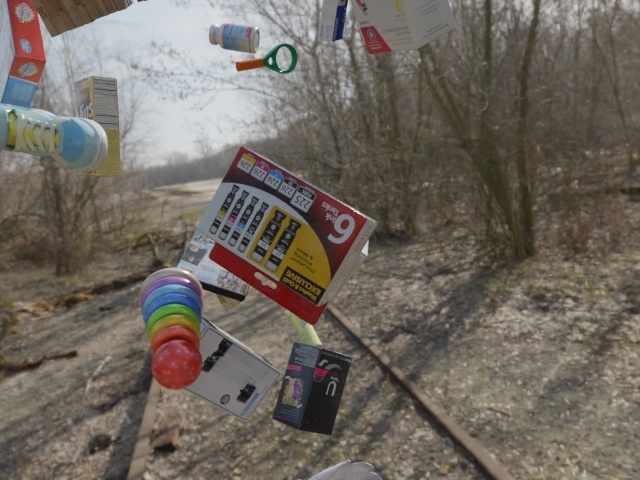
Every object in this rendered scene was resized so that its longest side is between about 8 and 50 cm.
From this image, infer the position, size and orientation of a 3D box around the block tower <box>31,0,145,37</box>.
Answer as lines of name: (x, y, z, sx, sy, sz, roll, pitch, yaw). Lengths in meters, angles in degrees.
block tower: (-0.357, -0.486, 0.989, 0.336, 0.097, 0.091, -18, 32, 3)

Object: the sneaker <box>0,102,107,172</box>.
sneaker: (-0.626, -0.223, 1.143, 0.319, 0.127, 0.208, 15, 10, 30)

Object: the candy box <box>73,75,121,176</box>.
candy box: (-0.741, -0.372, 1.775, 0.088, 0.316, 0.183, -8, 11, -41)

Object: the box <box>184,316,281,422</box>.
box: (-0.257, 0.332, 1.375, 0.169, 0.290, 0.087, -52, 37, -10)

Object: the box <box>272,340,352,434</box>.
box: (-0.026, 0.496, 1.801, 0.143, 0.270, 0.165, 4, -17, 46)

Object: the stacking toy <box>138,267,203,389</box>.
stacking toy: (-0.288, 0.178, 1.069, 0.141, 0.141, 0.330, -10, 24, -16)

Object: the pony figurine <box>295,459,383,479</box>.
pony figurine: (-0.038, 0.631, 1.126, 0.351, 0.302, 0.363, -15, -3, -17)

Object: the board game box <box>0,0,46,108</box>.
board game box: (-0.750, -0.500, 1.299, 0.064, 0.316, 0.242, -3, -19, -41)

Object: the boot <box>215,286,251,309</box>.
boot: (-0.350, 0.146, 1.706, 0.095, 0.203, 0.262, 8, 37, 45)

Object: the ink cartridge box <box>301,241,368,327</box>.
ink cartridge box: (0.050, 0.131, 1.680, 0.060, 0.275, 0.239, 32, 27, -10)

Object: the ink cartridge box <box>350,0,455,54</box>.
ink cartridge box: (0.211, -0.782, 1.605, 0.160, 0.384, 0.279, -33, 27, -17)

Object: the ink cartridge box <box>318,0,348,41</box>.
ink cartridge box: (0.042, -0.659, 1.463, 0.046, 0.207, 0.097, 17, 29, 14)

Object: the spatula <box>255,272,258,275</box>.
spatula: (-0.225, 0.044, 1.649, 0.168, 0.019, 0.241, -33, 33, 36)

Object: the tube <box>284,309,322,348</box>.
tube: (-0.068, 0.326, 2.028, 0.070, 0.062, 0.240, -21, 48, -12)

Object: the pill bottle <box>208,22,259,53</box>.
pill bottle: (-0.293, -0.691, 1.817, 0.160, 0.087, 0.087, 10, 10, 5)

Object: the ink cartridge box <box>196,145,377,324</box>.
ink cartridge box: (-0.085, -0.002, 1.127, 0.310, 0.271, 0.130, 31, 7, 14)

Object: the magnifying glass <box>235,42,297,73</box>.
magnifying glass: (-0.162, -0.551, 1.643, 0.026, 0.092, 0.231, 20, 34, 41)

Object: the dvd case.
dvd case: (-0.255, 0.047, 1.375, 0.181, 0.022, 0.253, 19, 32, -6)
